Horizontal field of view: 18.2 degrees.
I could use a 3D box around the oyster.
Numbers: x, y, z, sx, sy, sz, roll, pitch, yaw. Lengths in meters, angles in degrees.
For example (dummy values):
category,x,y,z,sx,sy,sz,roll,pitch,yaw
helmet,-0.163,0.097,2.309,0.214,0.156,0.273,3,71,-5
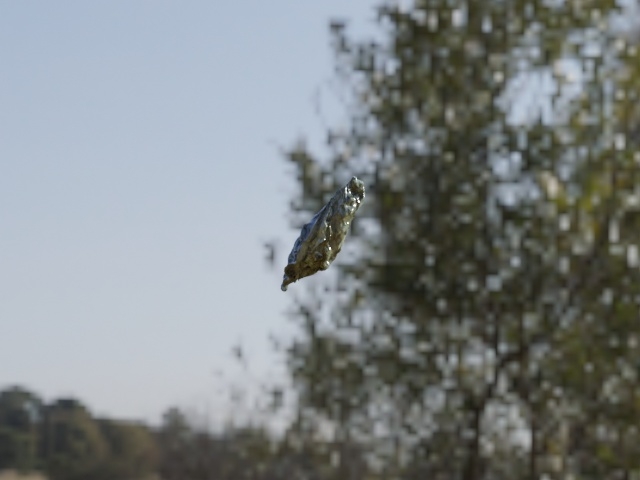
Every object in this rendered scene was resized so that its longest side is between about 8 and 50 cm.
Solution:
category,x,y,z,sx,sy,sz,roll,pitch,yaw
oyster,0.000,-0.001,1.815,0.037,0.098,0.100,32,-33,-9
